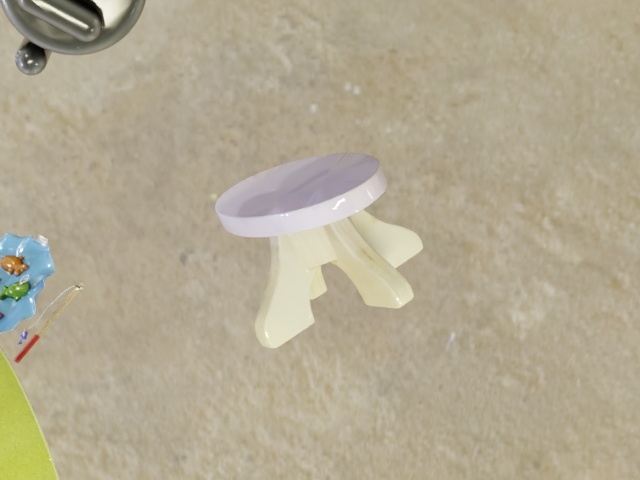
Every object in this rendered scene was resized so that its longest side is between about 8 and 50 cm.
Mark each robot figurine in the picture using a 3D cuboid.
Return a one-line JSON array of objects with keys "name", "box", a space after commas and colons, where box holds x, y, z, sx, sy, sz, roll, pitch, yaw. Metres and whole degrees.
[{"name": "robot figurine", "box": [-0.284, -0.311, 1.405, 0.209, 0.174, 0.278, -22, 22, -2]}]

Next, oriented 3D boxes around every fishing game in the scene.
[{"name": "fishing game", "box": [-0.443, 0.058, 1.621, 0.264, 0.041, 0.189, 23, 63, 35]}]

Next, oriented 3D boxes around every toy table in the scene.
[{"name": "toy table", "box": [0.000, 0.000, 1.466, 0.252, 0.161, 0.274, -28, 17, -17]}]

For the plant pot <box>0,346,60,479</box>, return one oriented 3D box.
[{"name": "plant pot", "box": [-0.454, 0.259, 1.259, 0.293, 0.275, 0.275, -22, 56, -27]}]
